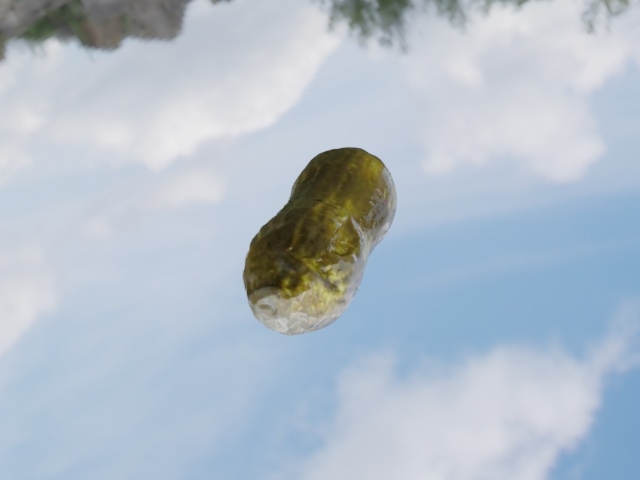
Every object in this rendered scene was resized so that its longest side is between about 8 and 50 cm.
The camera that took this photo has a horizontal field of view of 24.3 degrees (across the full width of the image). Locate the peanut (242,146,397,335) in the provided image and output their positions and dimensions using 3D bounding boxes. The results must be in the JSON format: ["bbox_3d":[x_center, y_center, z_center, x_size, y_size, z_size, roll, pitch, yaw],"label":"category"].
[{"bbox_3d":[0.000,0.000,1.117,0.087,0.087,0.207,-19,-157,31],"label":"peanut"}]
